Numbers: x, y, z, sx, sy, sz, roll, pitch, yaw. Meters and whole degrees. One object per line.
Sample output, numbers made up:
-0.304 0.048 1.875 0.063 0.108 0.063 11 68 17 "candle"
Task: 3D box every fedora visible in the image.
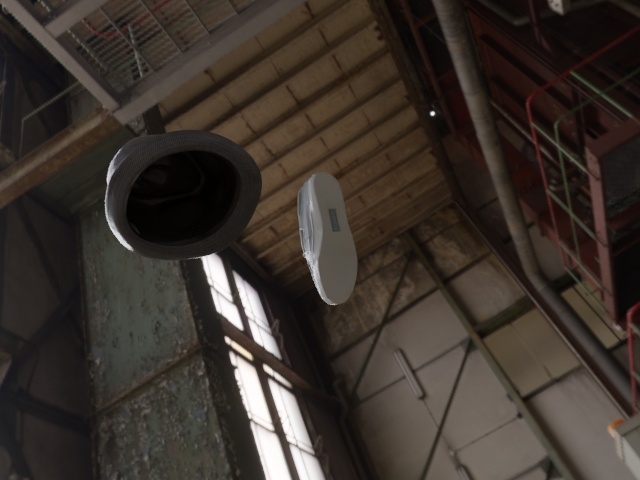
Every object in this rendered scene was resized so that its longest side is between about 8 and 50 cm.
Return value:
-0.250 -0.093 0.980 0.276 0.124 0.243 0 -58 -46 "fedora"

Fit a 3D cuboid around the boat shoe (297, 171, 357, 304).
0.000 0.000 0.779 0.066 0.184 0.063 -4 -14 -35 "boat shoe"
